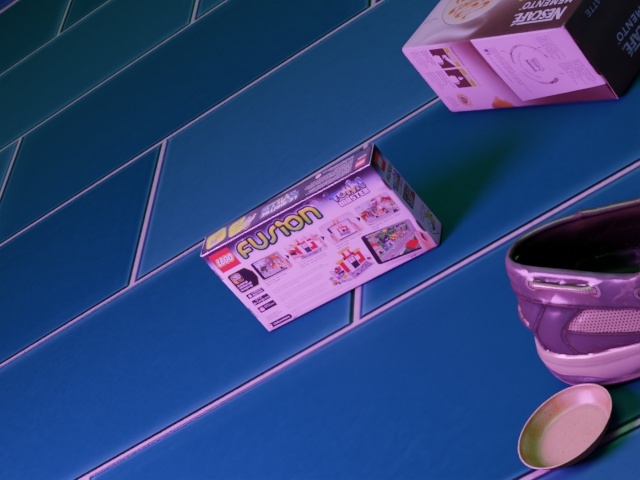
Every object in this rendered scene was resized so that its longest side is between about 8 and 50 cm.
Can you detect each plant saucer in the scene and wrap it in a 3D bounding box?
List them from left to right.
[{"bbox_3d":[0.188,0.144,1.399,0.083,0.015,0.083,-33,26,18],"label":"plant saucer"}]

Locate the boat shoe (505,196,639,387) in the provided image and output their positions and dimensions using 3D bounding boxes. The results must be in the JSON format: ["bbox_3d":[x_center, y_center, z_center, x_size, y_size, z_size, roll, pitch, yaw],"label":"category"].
[{"bbox_3d":[0.284,0.007,1.348,0.355,0.130,0.132,-23,31,34],"label":"boat shoe"}]

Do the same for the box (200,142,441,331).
[{"bbox_3d":[0.000,0.000,1.783,0.207,0.114,0.036,-27,28,26],"label":"box"}]

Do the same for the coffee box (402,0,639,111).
[{"bbox_3d":[0.218,-0.212,1.835,0.141,0.098,0.246,-52,27,-22],"label":"coffee box"}]
